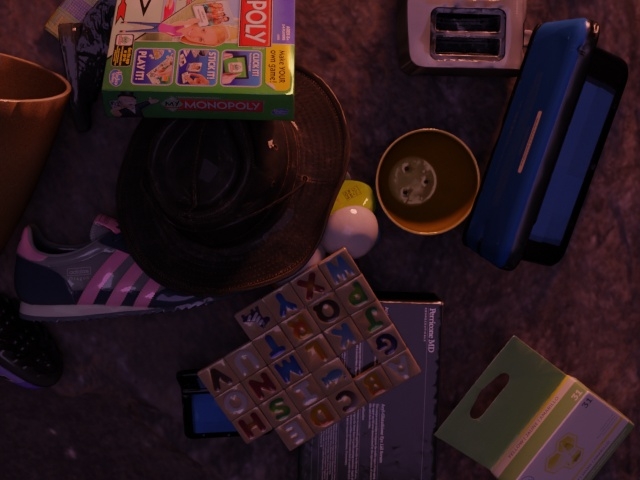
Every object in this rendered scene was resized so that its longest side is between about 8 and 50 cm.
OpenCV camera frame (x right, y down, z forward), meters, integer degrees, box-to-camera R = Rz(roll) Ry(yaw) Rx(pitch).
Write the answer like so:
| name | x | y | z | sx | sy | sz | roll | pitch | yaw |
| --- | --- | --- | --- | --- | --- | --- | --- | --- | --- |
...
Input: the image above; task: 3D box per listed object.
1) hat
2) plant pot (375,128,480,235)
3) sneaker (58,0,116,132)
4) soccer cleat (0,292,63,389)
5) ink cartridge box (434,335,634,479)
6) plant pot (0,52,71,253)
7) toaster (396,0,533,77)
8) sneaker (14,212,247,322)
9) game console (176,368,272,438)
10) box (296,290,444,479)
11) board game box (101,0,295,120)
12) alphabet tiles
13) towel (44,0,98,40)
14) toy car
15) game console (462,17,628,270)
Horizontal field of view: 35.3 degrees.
| name | x | y | z | sx | sy | sz | roll | pitch | yaw |
| --- | --- | --- | --- | --- | --- | --- | --- | --- | --- |
| hat | -0.128 | -0.104 | 1.212 | 0.331 | 0.134 | 0.331 | -6 | 69 | 15 |
| plant pot | 0.130 | -0.076 | 1.307 | 0.134 | 0.095 | 0.134 | 0 | 94 | -7 |
| sneaker | -0.288 | -0.229 | 1.304 | 0.089 | 0.051 | 0.170 | -9 | 104 | -11 |
| soccer cleat | -0.486 | 0.111 | 1.314 | 0.318 | 0.108 | 0.116 | 34 | 113 | -6 |
| ink cartridge box | 0.285 | 0.250 | 1.317 | 0.235 | 0.056 | 0.171 | 35 | 94 | -34 |
| plant pot | -0.450 | -0.092 | 1.243 | 0.237 | 0.237 | 0.254 | 15 | 109 | -3 |
| toaster | 0.177 | -0.298 | 1.286 | 0.186 | 0.110 | 0.168 | 2 | 94 | -2 |
| sneaker | -0.239 | 0.027 | 1.300 | 0.319 | 0.112 | 0.131 | -6 | 98 | -3 |
| game console | -0.126 | 0.216 | 1.342 | 0.122 | 0.107 | 0.071 | -3 | 67 | -2 |
| box | 0.063 | 0.201 | 1.330 | 0.184 | 0.103 | 0.261 | 2 | 95 | 2 |
| board game box | -0.136 | -0.274 | 1.211 | 0.214 | 0.046 | 0.317 | 0 | 52 | -2 |
| alphabet tiles | -0.022 | 0.148 | 1.246 | 0.237 | 0.009 | 0.198 | -32 | 110 | 1 |
| towel | -0.317 | -0.291 | 1.320 | 0.060 | 0.009 | 0.083 | 37 | 92 | -4 |
| toy car | 0.000 | 0.000 | 1.302 | 0.182 | 0.159 | 0.136 | -32 | 131 | 2 |
| game console | 0.304 | -0.102 | 1.222 | 0.173 | 0.250 | 0.293 | 16 | 98 | -9 |
